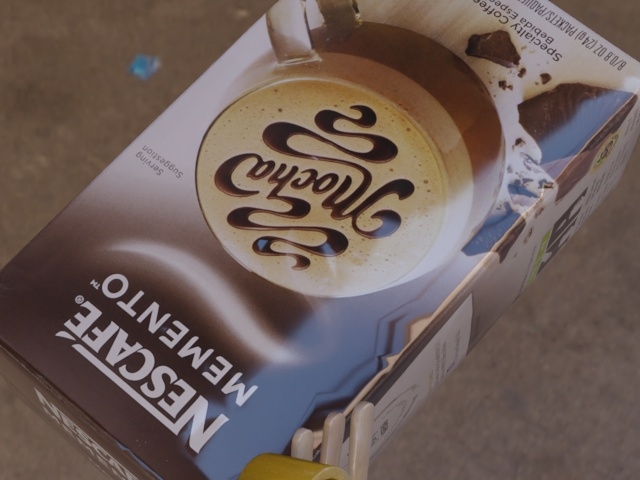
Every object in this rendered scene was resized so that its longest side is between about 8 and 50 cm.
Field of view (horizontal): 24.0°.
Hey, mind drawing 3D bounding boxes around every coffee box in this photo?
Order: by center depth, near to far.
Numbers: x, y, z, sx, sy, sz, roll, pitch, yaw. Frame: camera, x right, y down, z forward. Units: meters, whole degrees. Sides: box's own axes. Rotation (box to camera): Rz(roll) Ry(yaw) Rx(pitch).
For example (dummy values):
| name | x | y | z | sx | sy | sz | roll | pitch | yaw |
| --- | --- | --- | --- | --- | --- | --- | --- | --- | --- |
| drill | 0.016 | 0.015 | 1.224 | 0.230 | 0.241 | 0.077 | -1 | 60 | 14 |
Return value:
| name | x | y | z | sx | sy | sz | roll | pitch | yaw |
| --- | --- | --- | --- | --- | --- | --- | --- | --- | --- |
| coffee box | 0.000 | 0.000 | 0.723 | 0.168 | 0.119 | 0.297 | 38 | 71 | 16 |

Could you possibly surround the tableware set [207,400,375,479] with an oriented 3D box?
| name | x | y | z | sx | sy | sz | roll | pitch | yaw |
| --- | --- | --- | --- | --- | --- | --- | --- | --- | --- |
| tableware set | -0.015 | 0.117 | 0.340 | 0.024 | 0.154 | 0.104 | 17 | 20 | 35 |
